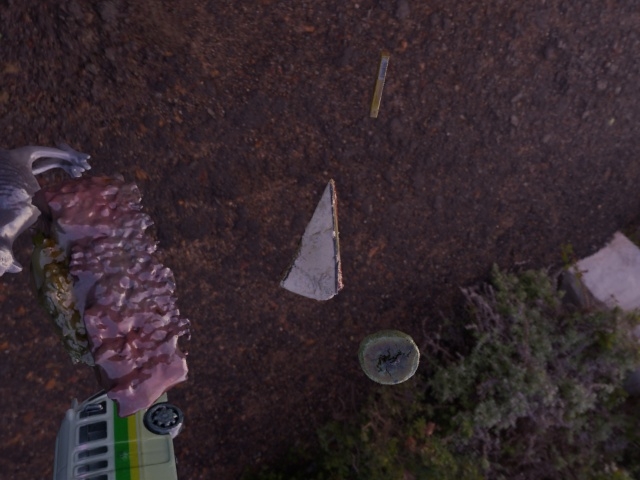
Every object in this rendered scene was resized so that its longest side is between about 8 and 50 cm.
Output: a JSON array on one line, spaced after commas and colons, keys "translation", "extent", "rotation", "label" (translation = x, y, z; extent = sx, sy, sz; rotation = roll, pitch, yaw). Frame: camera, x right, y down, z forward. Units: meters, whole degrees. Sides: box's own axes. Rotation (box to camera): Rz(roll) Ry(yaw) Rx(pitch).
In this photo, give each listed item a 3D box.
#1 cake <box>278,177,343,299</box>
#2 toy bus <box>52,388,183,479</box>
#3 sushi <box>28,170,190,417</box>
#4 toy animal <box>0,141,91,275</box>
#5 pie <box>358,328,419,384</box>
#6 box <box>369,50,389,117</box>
[{"translation": [0.017, 0.011, 0.956], "extent": [0.117, 0.086, 0.220], "rotation": [28, 97, 0], "label": "cake"}, {"translation": [-0.261, 0.317, 0.690], "extent": [0.165, 0.276, 0.133], "rotation": [1, 123, -24], "label": "toy bus"}, {"translation": [-0.216, 0.056, 0.518], "extent": [0.108, 0.241, 0.161], "rotation": [-19, 167, -33], "label": "sushi"}, {"translation": [-0.440, -0.098, 0.742], "extent": [0.206, 0.367, 0.081], "rotation": [-19, 155, -36], "label": "toy animal"}, {"translation": [0.091, 0.155, 0.697], "extent": [0.084, 0.021, 0.084], "rotation": [4, 107, 13], "label": "pie"}, {"translation": [0.151, -0.406, 1.371], "extent": [0.023, 0.087, 0.155], "rotation": [8, 118, -4], "label": "box"}]
